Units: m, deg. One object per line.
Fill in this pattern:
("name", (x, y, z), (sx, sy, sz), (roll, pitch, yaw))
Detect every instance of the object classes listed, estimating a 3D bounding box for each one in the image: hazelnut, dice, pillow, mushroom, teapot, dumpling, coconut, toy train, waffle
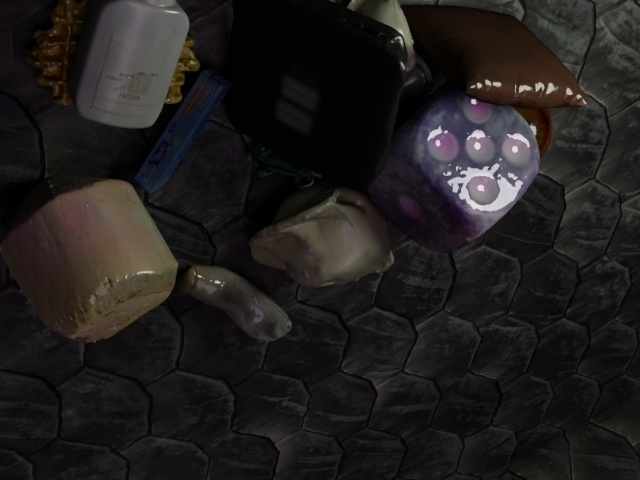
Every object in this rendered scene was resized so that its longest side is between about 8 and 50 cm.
("hazelnut", (0.443, -0.251, 2.181), (0.177, 0.178, 0.204), (4, 93, -32))
("dice", (0.271, -0.156, 2.012), (0.271, 0.270, 0.270), (-46, -175, -22))
("pillow", (0.338, -0.364, 1.909), (0.305, 0.308, 0.108), (-1, 132, -29))
("mushroom", (-0.191, 0.141, 2.226), (0.109, 0.097, 0.351), (-44, 132, 9))
("teapot", (0.106, -0.283, 1.961), (0.250, 0.183, 0.184), (-34, 138, -14))
("dumpling", (0.000, 0.000, 2.166), (0.315, 0.233, 0.395), (-13, 159, 26))
("coconut", (-0.450, 0.018, 1.820), (0.297, 0.310, 0.297), (-32, 167, -8))
("toy train", (-0.065, -0.169, 1.978), (0.099, 0.172, 0.070), (-55, 152, -39))
("dumpling", (0.109, -0.400, 1.883), (0.134, 0.100, 0.169), (-22, 125, 10))
("waffle", (-0.370, -0.333, 1.718), (0.283, 0.065, 0.309), (-39, 133, 4))

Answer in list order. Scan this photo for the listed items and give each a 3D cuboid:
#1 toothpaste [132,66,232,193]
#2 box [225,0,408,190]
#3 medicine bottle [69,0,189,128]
("toothpaste", (-0.269, -0.212, 1.859), (0.272, 0.053, 0.066), (-52, 174, 25))
("box", (-0.014, -0.287, 1.768), (0.091, 0.359, 0.350), (-51, 161, -40))
("medicine bottle", (-0.316, -0.342, 1.623), (0.161, 0.111, 0.296), (3, 125, -33))
